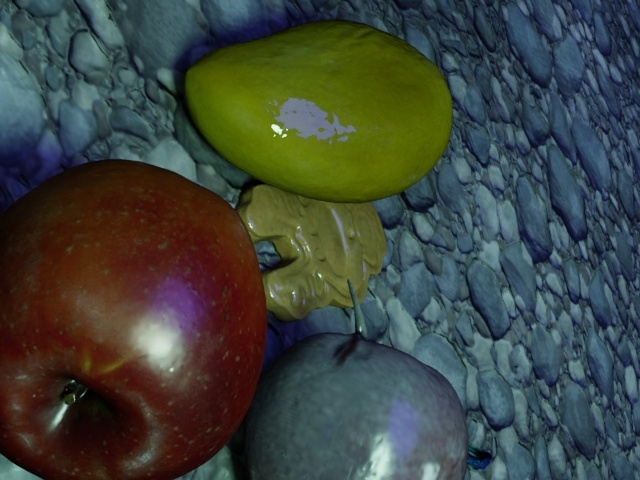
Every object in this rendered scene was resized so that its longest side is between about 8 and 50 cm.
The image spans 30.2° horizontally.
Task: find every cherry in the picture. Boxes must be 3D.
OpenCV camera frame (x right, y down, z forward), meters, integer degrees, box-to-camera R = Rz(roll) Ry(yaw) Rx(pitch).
[{"bbox_3d":[0.034,0.186,1.047,0.213,0.183,0.266,25,71,-38],"label":"cherry"}]

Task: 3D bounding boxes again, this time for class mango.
[{"bbox_3d":[0.016,-0.126,1.190,0.331,0.142,0.195,-24,75,-50],"label":"mango"}]

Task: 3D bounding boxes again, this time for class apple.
[{"bbox_3d":[-0.144,0.057,0.819,0.218,0.218,0.201,60,29,-19],"label":"apple"}]

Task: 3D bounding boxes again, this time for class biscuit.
[{"bbox_3d":[0.001,0.003,1.215,0.236,0.040,0.144,-14,93,-54],"label":"biscuit"}]

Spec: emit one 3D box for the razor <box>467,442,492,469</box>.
[{"bbox_3d":[0.059,0.283,1.159,0.324,0.093,0.056,-33,139,-52],"label":"razor"}]
